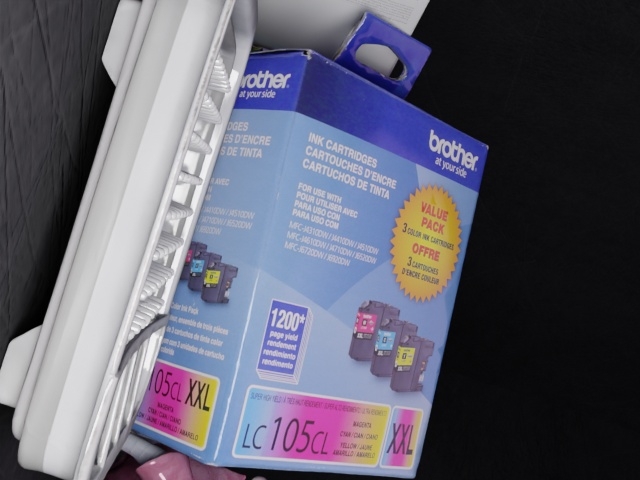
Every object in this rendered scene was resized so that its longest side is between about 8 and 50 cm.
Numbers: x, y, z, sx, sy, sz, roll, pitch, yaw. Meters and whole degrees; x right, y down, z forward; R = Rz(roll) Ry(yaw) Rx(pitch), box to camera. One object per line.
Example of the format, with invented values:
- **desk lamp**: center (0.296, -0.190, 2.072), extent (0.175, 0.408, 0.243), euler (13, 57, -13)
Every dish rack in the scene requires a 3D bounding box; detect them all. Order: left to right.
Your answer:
- **dish rack**: center (-0.121, -0.016, 0.630), extent (0.285, 0.072, 0.333), euler (-139, -113, -87)

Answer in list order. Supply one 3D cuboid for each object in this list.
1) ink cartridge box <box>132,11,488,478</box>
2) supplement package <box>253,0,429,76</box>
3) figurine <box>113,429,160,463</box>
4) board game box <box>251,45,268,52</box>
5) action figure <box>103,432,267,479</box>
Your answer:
- **ink cartridge box**: center (0.000, 0.000, 0.865), extent (0.151, 0.270, 0.396), euler (6, -98, 44)
- **supplement package**: center (0.011, -0.278, 0.892), extent (0.203, 0.194, 0.149), euler (121, -14, -71)
- **figurine**: center (-0.293, 0.351, 1.317), extent (0.209, 0.092, 0.215), euler (-60, -169, 32)
- **board game box**: center (-0.066, -0.205, 1.164), extent (0.136, 0.030, 0.260), euler (-47, 157, -27)
- **action figure**: center (-0.165, 0.328, 0.933), extent (0.248, 0.275, 0.370), euler (-66, -163, -9)
